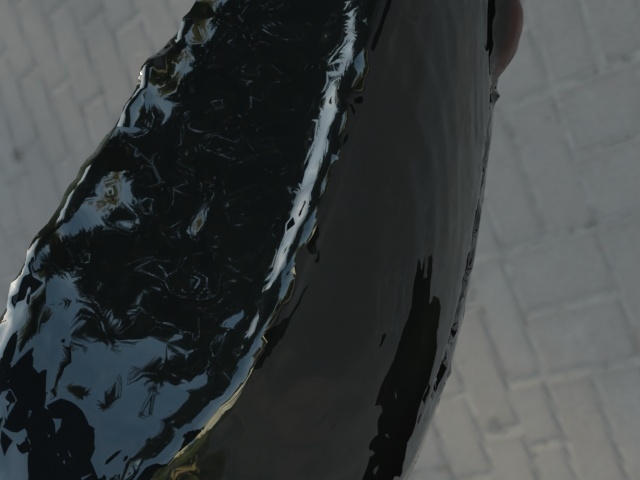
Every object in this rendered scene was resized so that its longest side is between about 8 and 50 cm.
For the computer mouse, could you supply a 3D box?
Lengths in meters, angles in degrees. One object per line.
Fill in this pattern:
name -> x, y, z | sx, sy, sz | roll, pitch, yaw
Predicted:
computer mouse -> 0.004, 0.003, 0.431 | 0.087, 0.295, 0.168 | 22, 165, 17
